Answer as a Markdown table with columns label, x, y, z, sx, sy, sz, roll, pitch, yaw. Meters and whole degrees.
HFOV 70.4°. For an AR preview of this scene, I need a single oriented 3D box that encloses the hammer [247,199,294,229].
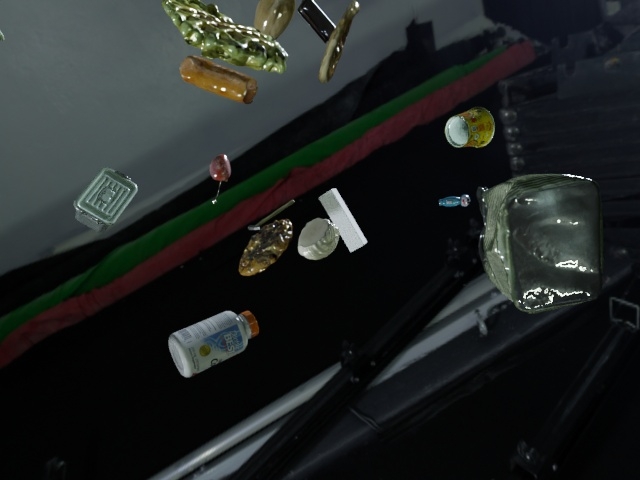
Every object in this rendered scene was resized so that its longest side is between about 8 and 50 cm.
| label | x | y | z | sx | sy | sz | roll | pitch | yaw |
| --- | --- | --- | --- | --- | --- | --- | --- | --- | --- |
| hammer | -0.160 | -0.089 | 1.565 | 0.062 | 0.013 | 0.199 | 7 | -144 | 48 |

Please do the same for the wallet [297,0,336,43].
| label | x | y | z | sx | sy | sz | roll | pitch | yaw |
| --- | --- | --- | --- | --- | --- | --- | --- | --- | --- |
| wallet | -0.015 | -0.995 | 2.041 | 0.031 | 0.198 | 0.110 | -8 | -130 | 48 |

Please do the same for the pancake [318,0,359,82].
| label | x | y | z | sx | sy | sz | roll | pitch | yaw |
| --- | --- | --- | --- | --- | --- | --- | --- | --- | --- |
| pancake | 0.075 | -0.833 | 1.912 | 0.065 | 0.356 | 0.356 | 25 | -132 | 0 |

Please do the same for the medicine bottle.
| label | x | y | z | sx | sy | sz | roll | pitch | yaw |
| --- | --- | --- | --- | --- | --- | --- | --- | --- | --- |
| medicine bottle | -0.360 | 0.342 | 1.568 | 0.289 | 0.156 | 0.157 | -20 | -154 | -33 |

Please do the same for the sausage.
| label | x | y | z | sx | sy | sz | roll | pitch | yaw |
| --- | --- | --- | --- | --- | --- | --- | --- | --- | --- |
| sausage | -0.347 | -0.549 | 1.543 | 0.271 | 0.108 | 0.108 | 22 | -131 | 6 |

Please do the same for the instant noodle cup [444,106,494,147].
| label | x | y | z | sx | sy | sz | roll | pitch | yaw |
| --- | --- | --- | --- | --- | --- | --- | --- | --- | --- |
| instant noodle cup | 0.653 | -0.493 | 2.016 | 0.144 | 0.182 | 0.182 | -18 | -153 | -29 |

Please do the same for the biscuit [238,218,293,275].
| label | x | y | z | sx | sy | sz | roll | pitch | yaw |
| --- | --- | --- | --- | --- | --- | --- | --- | --- | --- |
| biscuit | -0.254 | 0.021 | 2.058 | 0.290 | 0.081 | 0.334 | -18 | -146 | 41 |

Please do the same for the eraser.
| label | x | y | z | sx | sy | sz | roll | pitch | yaw |
| --- | --- | --- | --- | --- | --- | --- | --- | --- | --- |
| eraser | 0.106 | -0.095 | 2.122 | 0.078 | 0.298 | 0.076 | -31 | 178 | 21 |

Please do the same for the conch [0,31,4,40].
| label | x | y | z | sx | sy | sz | roll | pitch | yaw |
| --- | --- | --- | --- | --- | --- | --- | --- | --- | --- |
| conch | -1.184 | -0.715 | 1.556 | 0.172 | 0.200 | 0.131 | -30 | -112 | 7 |

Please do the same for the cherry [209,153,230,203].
| label | x | y | z | sx | sy | sz | roll | pitch | yaw |
| --- | --- | --- | --- | --- | --- | --- | --- | --- | --- |
| cherry | -0.435 | -0.262 | 1.956 | 0.090 | 0.225 | 0.107 | 0 | -165 | -30 |

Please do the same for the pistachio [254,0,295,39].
| label | x | y | z | sx | sy | sz | roll | pitch | yaw |
| --- | --- | --- | --- | --- | --- | --- | --- | --- | --- |
| pistachio | -0.147 | -0.694 | 1.403 | 0.185 | 0.108 | 0.126 | -52 | -164 | 30 |

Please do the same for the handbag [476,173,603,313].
| label | x | y | z | sx | sy | sz | roll | pitch | yaw |
| --- | --- | --- | --- | --- | --- | --- | --- | --- | --- |
| handbag | 0.531 | -0.009 | 1.139 | 0.248 | 0.340 | 0.240 | -12 | -164 | 3 |

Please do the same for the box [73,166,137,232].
| label | x | y | z | sx | sy | sz | roll | pitch | yaw |
| --- | --- | --- | --- | --- | --- | --- | --- | --- | --- |
| box | -0.867 | -0.155 | 1.823 | 0.135 | 0.163 | 0.243 | -34 | -150 | 49 |

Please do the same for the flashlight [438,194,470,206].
| label | x | y | z | sx | sy | sz | roll | pitch | yaw |
| --- | --- | --- | --- | --- | --- | --- | --- | --- | --- |
| flashlight | 0.568 | -0.165 | 1.922 | 0.129 | 0.051 | 0.051 | -5 | -142 | 9 |

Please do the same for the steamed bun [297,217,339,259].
| label | x | y | z | sx | sy | sz | roll | pitch | yaw |
| --- | --- | --- | --- | --- | --- | --- | --- | --- | --- |
| steamed bun | 0.000 | 0.000 | 1.782 | 0.183 | 0.106 | 0.182 | -25 | -139 | 24 |

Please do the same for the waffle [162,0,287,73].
| label | x | y | z | sx | sy | sz | roll | pitch | yaw |
| --- | --- | --- | --- | --- | --- | --- | --- | --- | --- |
| waffle | -0.230 | -0.505 | 1.116 | 0.073 | 0.317 | 0.297 | -61 | -141 | 29 |
